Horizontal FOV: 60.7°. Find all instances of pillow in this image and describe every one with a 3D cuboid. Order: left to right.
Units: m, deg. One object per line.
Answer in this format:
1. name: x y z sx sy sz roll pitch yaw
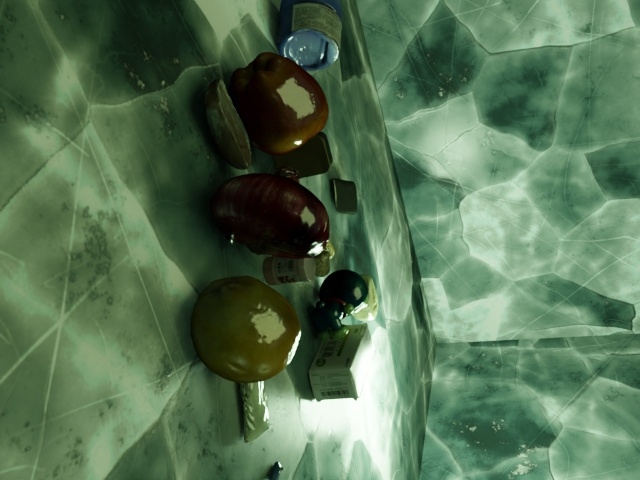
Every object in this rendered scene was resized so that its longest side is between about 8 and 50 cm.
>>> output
1. pillow: -0.193 0.463 1.597 0.128 0.051 0.229 0 85 -66

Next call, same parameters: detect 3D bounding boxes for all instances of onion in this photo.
1. onion: -0.126 -0.093 1.537 0.347 0.347 0.285 47 55 -57

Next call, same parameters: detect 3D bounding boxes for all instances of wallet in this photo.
1. wallet: 0.111 -0.209 2.605 0.245 0.052 0.169 0 83 -64

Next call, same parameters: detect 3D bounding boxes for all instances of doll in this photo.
1. doll: 0.078 0.237 2.173 0.186 0.198 0.322 60 38 -21

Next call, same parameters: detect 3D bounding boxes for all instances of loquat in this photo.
1. loquat: -0.188 0.225 1.415 0.276 0.276 0.284 -68 141 -52

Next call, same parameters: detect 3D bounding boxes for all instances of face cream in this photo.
1. face cream: -0.043 -0.819 2.127 0.249 0.249 0.225 45 44 -58

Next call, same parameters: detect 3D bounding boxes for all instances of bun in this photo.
1. bun: 0.188 0.261 2.526 0.220 0.134 0.220 -9 90 -74

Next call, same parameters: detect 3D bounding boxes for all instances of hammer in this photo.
1. hammer: -0.147 0.727 1.626 0.194 0.069 0.116 -58 136 -70

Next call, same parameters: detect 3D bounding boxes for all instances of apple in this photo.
1. apple: -0.135 -0.428 1.738 0.317 0.288 0.288 50 37 -39

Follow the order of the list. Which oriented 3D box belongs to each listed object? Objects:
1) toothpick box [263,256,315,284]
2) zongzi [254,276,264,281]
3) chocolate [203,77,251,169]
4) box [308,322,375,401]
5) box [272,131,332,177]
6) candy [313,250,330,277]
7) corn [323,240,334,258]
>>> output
1. toothpick box: -0.102 0.094 1.811 0.098 0.149 0.098 -7 90 -69
2. zongzi: -0.208 0.185 1.679 0.154 0.062 0.130 -88 -176 -65
3. chocolate: -0.282 -0.330 1.588 0.157 0.080 0.254 -94 166 -53
4. box: 0.089 0.475 2.147 0.333 0.173 0.145 -57 133 -60
5. box: -0.062 -0.309 1.983 0.090 0.201 0.144 -62 138 -62
6. candy: -0.002 0.088 2.182 0.095 0.085 0.110 -31 123 -58
7. corn: 0.000 0.000 2.219 0.203 0.072 0.072 61 30 -41
